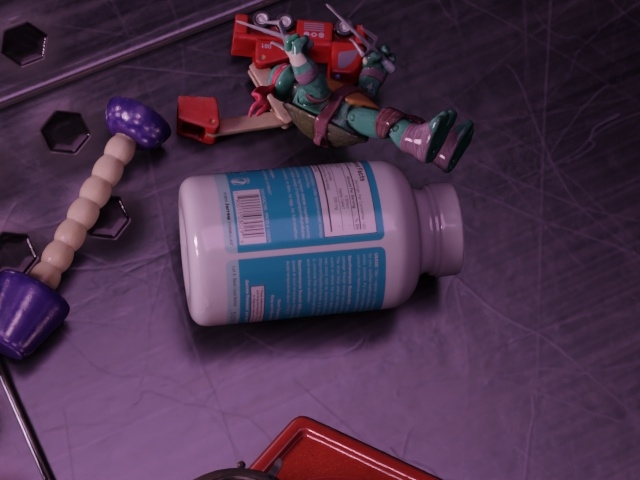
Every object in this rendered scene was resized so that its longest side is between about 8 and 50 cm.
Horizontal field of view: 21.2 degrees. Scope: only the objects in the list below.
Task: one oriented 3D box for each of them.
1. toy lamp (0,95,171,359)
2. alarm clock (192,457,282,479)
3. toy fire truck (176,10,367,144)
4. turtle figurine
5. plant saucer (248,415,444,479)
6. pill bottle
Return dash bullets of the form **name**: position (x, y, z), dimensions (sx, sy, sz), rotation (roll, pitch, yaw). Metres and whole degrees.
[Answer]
- **toy lamp**: position (-0.241, -0.011, 1.661), dimensions (0.080, 0.080, 0.275), rotation (26, 67, 3)
- **alarm clock**: position (-0.087, 0.266, 1.454), dimensions (0.129, 0.064, 0.192), rotation (22, 53, 30)
- **toy fire truck**: position (-0.048, -0.163, 1.750), dimensions (0.192, 0.047, 0.135), rotation (5, 70, -5)
- **turtle figurine**: position (0.029, -0.144, 1.675), dimensions (0.234, 0.175, 0.118), rotation (29, 113, 19)
- **plant saucer**: position (0.006, 0.272, 1.512), dimensions (0.258, 0.048, 0.259), rotation (22, 50, 30)
- **pill bottle**: position (0.000, 0.000, 1.645), dimensions (0.264, 0.146, 0.146), rotation (-4, 71, -8)
